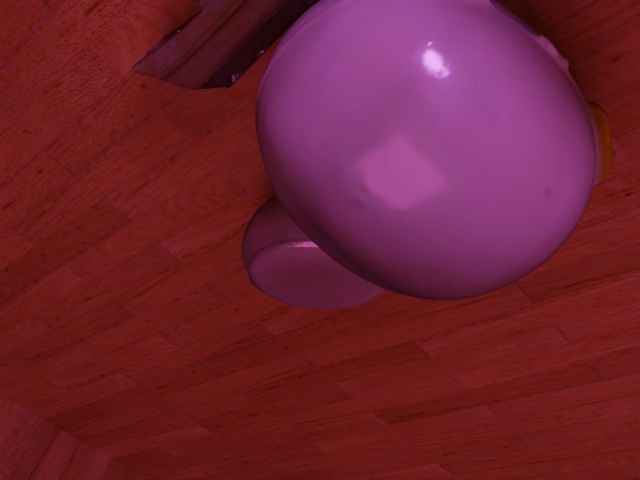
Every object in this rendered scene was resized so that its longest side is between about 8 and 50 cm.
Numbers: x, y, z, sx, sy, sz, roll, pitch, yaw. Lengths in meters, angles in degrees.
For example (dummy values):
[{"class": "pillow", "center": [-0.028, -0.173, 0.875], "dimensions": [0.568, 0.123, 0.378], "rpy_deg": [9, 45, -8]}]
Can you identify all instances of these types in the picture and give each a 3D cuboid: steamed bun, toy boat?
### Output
[{"class": "steamed bun", "center": [0.000, 0.000, 1.004], "dimensions": [0.232, 0.145, 0.232], "rpy_deg": [3, 148, 2]}, {"class": "toy boat", "center": [-0.068, -0.306, 0.704], "dimensions": [0.162, 0.136, 0.445], "rpy_deg": [40, 135, -17]}, {"class": "steamed bun", "center": [0.112, -0.105, 0.728], "dimensions": [0.374, 0.334, 0.334], "rpy_deg": [36, 135, -25]}]
